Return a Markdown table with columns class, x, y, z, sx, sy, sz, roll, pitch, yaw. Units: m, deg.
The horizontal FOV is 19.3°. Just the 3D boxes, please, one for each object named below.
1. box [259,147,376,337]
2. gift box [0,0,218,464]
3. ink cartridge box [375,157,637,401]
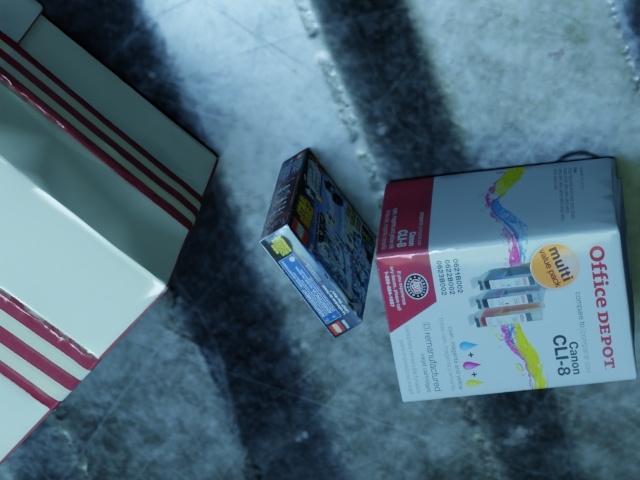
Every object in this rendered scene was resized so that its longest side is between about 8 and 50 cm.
| class | x | y | z | sx | sy | sz | roll | pitch | yaw |
| --- | --- | --- | --- | --- | --- | --- | --- | --- | --- |
| box | 0.000 | 0.000 | 1.383 | 0.027 | 0.137 | 0.094 | -30 | 109 | 19 |
| gift box | -0.247 | -0.023 | 1.332 | 0.258 | 0.276 | 0.255 | 39 | 109 | -11 |
| ink cartridge box | 0.140 | 0.028 | 1.385 | 0.176 | 0.127 | 0.128 | -7 | 115 | 10 |
